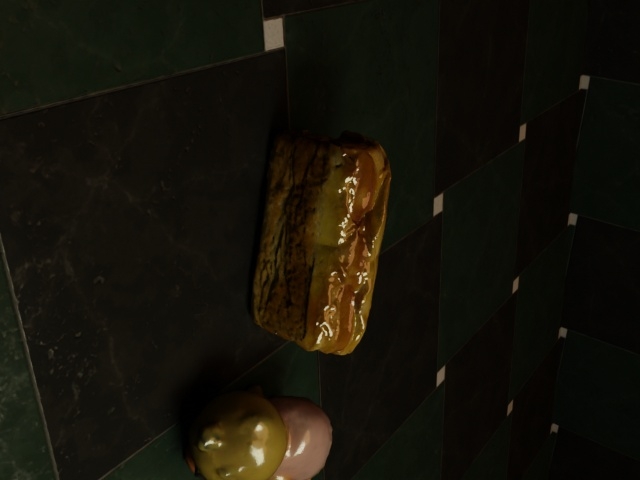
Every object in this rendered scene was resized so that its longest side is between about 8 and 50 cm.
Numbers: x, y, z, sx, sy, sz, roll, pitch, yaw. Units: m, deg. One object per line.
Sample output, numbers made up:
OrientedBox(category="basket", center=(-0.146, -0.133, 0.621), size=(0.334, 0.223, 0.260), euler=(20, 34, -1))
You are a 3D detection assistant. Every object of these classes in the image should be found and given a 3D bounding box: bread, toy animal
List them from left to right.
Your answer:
OrientedBox(category="toy animal", center=(-0.096, 0.308, 1.086), size=(0.281, 0.169, 0.195), euler=(17, 46, -52))
OrientedBox(category="bread", center=(0.006, 0.001, 1.094), size=(0.149, 0.195, 0.344), euler=(-4, 108, -49))
